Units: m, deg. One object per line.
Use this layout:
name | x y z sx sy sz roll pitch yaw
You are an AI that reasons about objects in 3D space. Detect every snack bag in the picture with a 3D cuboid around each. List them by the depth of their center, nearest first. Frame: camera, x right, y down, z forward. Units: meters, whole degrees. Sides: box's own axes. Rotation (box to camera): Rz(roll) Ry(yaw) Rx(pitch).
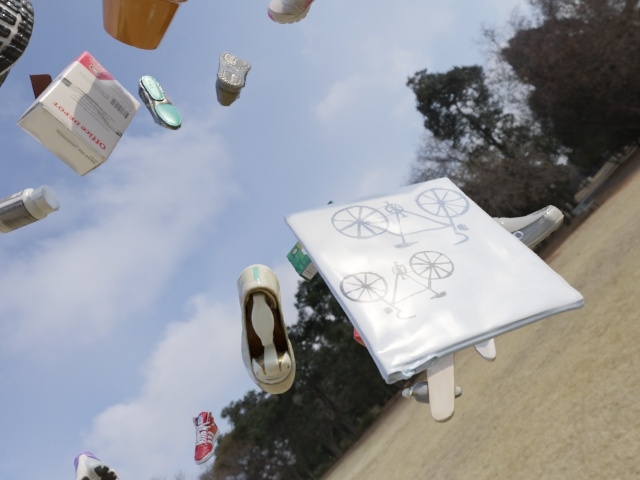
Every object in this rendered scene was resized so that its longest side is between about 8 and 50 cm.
snack bag | 0.154 0.027 0.696 0.322 0.343 0.037 -14 -48 -20

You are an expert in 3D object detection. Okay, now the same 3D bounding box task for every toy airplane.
toy airplane | 0.343 0.306 1.476 0.386 0.384 0.273 -34 -28 -28

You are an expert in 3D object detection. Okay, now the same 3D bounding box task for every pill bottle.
pill bottle | -0.690 -0.075 1.110 0.137 0.078 0.078 -21 -20 2

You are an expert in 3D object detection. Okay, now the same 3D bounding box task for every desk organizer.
desk organizer | -0.782 -0.404 1.356 0.050 0.047 0.131 -12 -76 -21

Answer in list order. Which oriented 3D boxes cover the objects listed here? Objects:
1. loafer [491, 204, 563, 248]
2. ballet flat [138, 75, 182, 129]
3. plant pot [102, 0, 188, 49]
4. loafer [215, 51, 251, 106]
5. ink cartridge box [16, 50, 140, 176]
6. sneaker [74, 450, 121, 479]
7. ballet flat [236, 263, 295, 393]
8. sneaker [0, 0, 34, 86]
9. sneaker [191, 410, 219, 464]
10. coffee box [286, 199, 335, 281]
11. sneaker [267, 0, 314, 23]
loafer | 0.411 -0.007 1.129 0.112 0.112 0.319 -30 -4 -43
ballet flat | -0.239 -0.195 0.710 0.041 0.114 0.041 -29 -22 -13
plant pot | -0.405 -0.549 1.074 0.205 0.205 0.188 -23 -29 -52
loafer | -0.257 -0.454 1.341 0.251 0.094 0.087 -87 23 -53
ink cartridge box | -0.545 -0.292 1.097 0.100 0.237 0.172 -23 -51 26
sneaker | -0.348 0.408 0.780 0.068 0.071 0.170 -29 -60 -31
ballet flat | -0.059 0.107 0.499 0.057 0.052 0.169 -12 -65 -6
sneaker | -0.511 -0.235 0.674 0.111 0.121 0.300 31 -100 -35
sneaker | -0.239 0.394 0.966 0.042 0.067 0.118 -17 11 2
coffee box | 0.000 0.000 1.153 0.040 0.113 0.184 35 -84 -31
sneaker | -0.052 -0.715 1.332 0.252 0.103 0.111 -41 -20 -4
